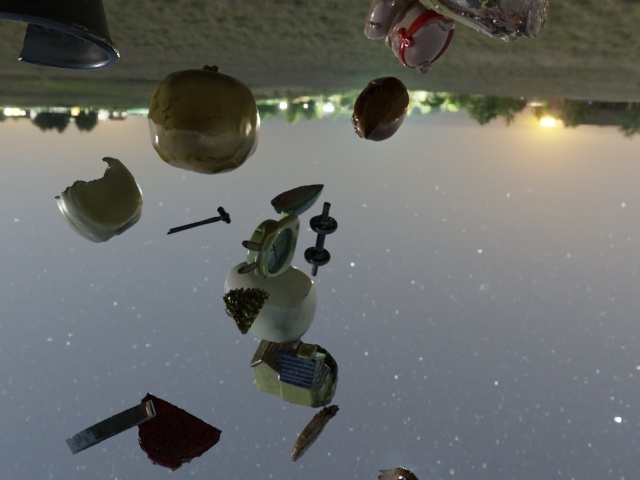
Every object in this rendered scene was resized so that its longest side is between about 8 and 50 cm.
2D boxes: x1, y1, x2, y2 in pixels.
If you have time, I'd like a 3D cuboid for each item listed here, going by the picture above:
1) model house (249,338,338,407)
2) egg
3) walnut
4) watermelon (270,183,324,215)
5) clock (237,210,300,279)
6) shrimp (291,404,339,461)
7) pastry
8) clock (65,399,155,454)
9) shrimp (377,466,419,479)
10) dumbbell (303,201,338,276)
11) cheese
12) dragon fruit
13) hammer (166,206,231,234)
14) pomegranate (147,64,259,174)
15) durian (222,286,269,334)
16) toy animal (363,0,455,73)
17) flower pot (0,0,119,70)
[{"bbox_3d":[-0.095,0.454,2.368,0.321,0.266,0.261,12,-129,20],"label":"model house"},{"bbox_3d":[-0.175,0.205,2.167,0.345,0.283,0.283,25,-169,-5],"label":"egg"},{"bbox_3d":[0.130,-0.285,1.356,0.115,0.116,0.207,6,-131,24],"label":"walnut"},{"bbox_3d":[-0.069,-0.127,1.944,0.180,0.094,0.081,-17,158,-15],"label":"watermelon"},{"bbox_3d":[-0.141,0.020,1.668,0.069,0.170,0.232,22,-158,20],"label":"clock"},{"bbox_3d":[-0.015,0.630,2.029,0.053,0.236,0.133,35,179,33],"label":"shrimp"},{"bbox_3d":[0.247,-0.434,0.966,0.256,0.170,0.237,15,-158,-47],"label":"pastry"},{"bbox_3d":[-0.508,0.457,1.511,0.215,0.042,0.215,-25,171,-4],"label":"clock"},{"bbox_3d":[0.265,0.797,1.989,0.063,0.152,0.287,-33,176,-25],"label":"shrimp"},{"bbox_3d":[0.000,0.000,1.740,0.081,0.254,0.081,7,-143,-5],"label":"dumbbell"},{"bbox_3d":[-0.697,-0.129,1.971,0.127,0.233,0.266,-11,-158,40],"label":"cheese"},{"bbox_3d":[-0.542,0.716,2.216,0.317,0.152,0.205,30,-127,-3],"label":"dragon fruit"},{"bbox_3d":[-0.329,-0.047,1.651,0.178,0.065,0.021,-14,-126,3],"label":"hammer"},{"bbox_3d":[-0.329,-0.344,1.759,0.332,0.333,0.332,1,-168,0],"label":"pomegranate"},{"bbox_3d":[-0.213,0.168,1.710,0.108,0.119,0.187,36,-169,-8],"label":"durian"},{"bbox_3d":[0.200,-0.482,1.380,0.197,0.171,0.171,33,-166,0],"label":"toy animal"},{"bbox_3d":[-0.684,-0.606,1.561,0.379,0.251,0.379,6,176,0],"label":"flower pot"}]
